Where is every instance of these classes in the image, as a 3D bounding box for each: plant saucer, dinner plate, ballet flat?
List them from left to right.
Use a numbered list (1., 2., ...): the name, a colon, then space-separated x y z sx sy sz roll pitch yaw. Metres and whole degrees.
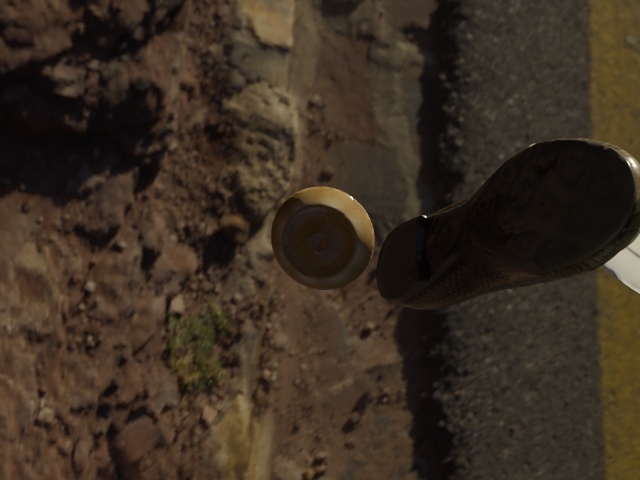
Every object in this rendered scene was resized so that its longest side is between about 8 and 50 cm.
1. plant saucer: 0.000 0.000 1.001 0.083 0.083 0.015 37 17 2
2. ballet flat: 0.120 -0.001 0.790 0.058 0.250 0.084 14 69 -26
3. dinner plate: 0.198 -0.018 0.887 0.141 0.017 0.141 37 27 -22
